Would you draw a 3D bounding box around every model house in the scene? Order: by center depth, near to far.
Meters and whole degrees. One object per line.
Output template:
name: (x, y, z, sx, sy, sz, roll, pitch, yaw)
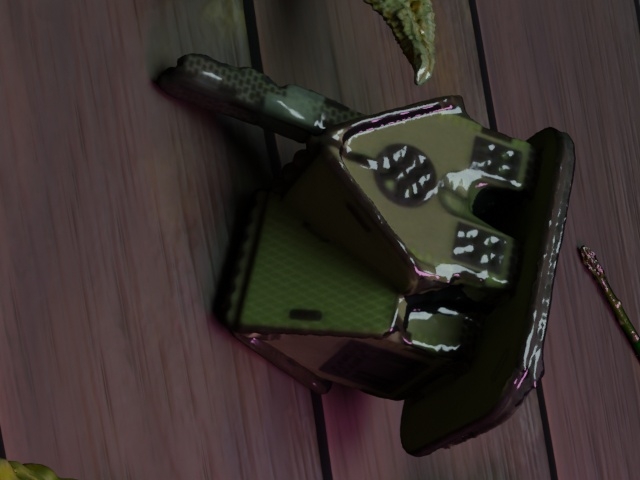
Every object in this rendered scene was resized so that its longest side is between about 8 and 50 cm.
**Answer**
model house: (0.000, 0.000, 1.131, 0.279, 0.205, 0.218, 19, 65, -14)

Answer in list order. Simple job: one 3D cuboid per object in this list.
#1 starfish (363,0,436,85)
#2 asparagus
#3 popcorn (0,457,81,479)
starfish: (-0.002, -0.275, 1.198, 0.347, 0.078, 0.358, 51, 49, -3)
asparagus: (0.277, 0.067, 1.529, 0.013, 0.016, 0.166, -38, 118, -9)
popcorn: (-0.187, 0.196, 0.870, 0.168, 0.173, 0.195, -48, 157, -1)
